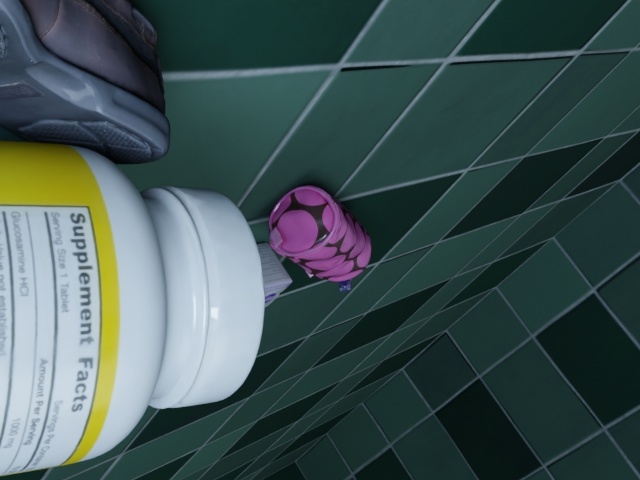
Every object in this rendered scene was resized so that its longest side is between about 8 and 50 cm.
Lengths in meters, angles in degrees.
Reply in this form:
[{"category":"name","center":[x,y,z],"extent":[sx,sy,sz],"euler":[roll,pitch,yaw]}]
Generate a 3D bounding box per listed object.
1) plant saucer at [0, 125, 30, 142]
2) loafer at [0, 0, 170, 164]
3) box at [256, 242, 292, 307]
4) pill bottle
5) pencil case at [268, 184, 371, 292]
[{"category":"plant saucer","center":[-0.230,-0.046,0.583],"extent":[0.067,0.018,0.192],"euler":[-35,162,2]},{"category":"loafer","center":[-0.165,-0.126,0.410],"extent":[0.109,0.095,0.302],"euler":[0,166,15]},{"category":"box","center":[-0.162,0.060,0.902],"extent":[0.063,0.067,0.324],"euler":[-45,161,32]},{"category":"pill bottle","center":[-0.207,0.037,0.445],"extent":[0.334,0.187,0.188],"euler":[0,144,-37]},{"category":"pencil case","center":[0.000,0.000,1.006],"extent":[0.098,0.095,0.209],"euler":[-21,162,9]}]
